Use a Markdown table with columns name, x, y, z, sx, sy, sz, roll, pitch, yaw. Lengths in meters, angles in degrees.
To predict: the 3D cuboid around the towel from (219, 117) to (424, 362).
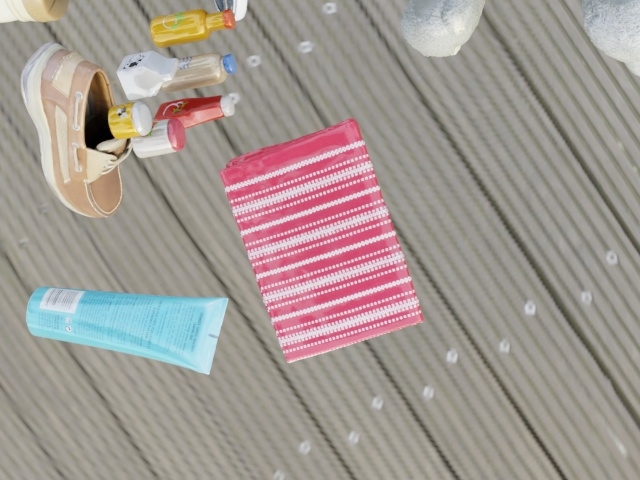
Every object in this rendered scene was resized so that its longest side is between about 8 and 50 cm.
| name | x | y | z | sx | sy | sz | roll | pitch | yaw |
| --- | --- | --- | --- | --- | --- | --- | --- | --- | --- |
| towel | 0.000 | 0.000 | 1.636 | 0.198 | 0.031 | 0.275 | -19 | 91 | 20 |

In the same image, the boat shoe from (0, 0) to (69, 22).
| name | x | y | z | sx | sy | sz | roll | pitch | yaw |
| --- | --- | --- | --- | --- | --- | --- | --- | --- | --- |
| boat shoe | -0.231 | -0.300 | 0.908 | 0.098 | 0.109 | 0.302 | -2 | 83 | 8 |

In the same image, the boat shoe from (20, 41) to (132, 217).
| name | x | y | z | sx | sy | sz | roll | pitch | yaw |
| --- | --- | --- | --- | --- | --- | --- | --- | --- | --- |
| boat shoe | -0.337 | -0.143 | 1.882 | 0.116 | 0.123 | 0.324 | 15 | 146 | 20 |

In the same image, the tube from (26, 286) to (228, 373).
| name | x | y | z | sx | sy | sz | roll | pitch | yaw |
| --- | --- | --- | --- | --- | --- | --- | --- | --- | --- |
| tube | -0.200 | 0.084 | 1.321 | 0.207 | 0.052 | 0.080 | 6 | 76 | 19 |

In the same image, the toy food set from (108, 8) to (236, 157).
| name | x | y | z | sx | sy | sz | roll | pitch | yaw |
| --- | --- | --- | --- | --- | --- | --- | --- | --- | --- |
| toy food set | -0.163 | -0.183 | 1.527 | 0.104 | 0.232 | 0.111 | -9 | 124 | 17 |

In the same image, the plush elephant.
| name | x | y | z | sx | sy | sz | roll | pitch | yaw |
| --- | --- | --- | --- | --- | --- | --- | --- | --- | --- |
| plush elephant | 0.266 | -0.269 | 1.165 | 0.272 | 0.255 | 0.330 | 0 | 72 | 44 |

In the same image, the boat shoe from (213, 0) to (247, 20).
| name | x | y | z | sx | sy | sz | roll | pitch | yaw |
| --- | --- | --- | --- | --- | --- | --- | --- | --- | --- |
| boat shoe | -0.149 | -0.347 | 1.588 | 0.083 | 0.065 | 0.183 | -26 | 126 | -21 |
